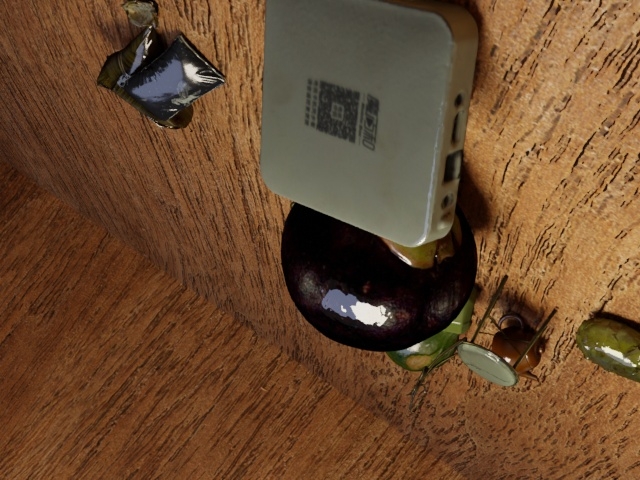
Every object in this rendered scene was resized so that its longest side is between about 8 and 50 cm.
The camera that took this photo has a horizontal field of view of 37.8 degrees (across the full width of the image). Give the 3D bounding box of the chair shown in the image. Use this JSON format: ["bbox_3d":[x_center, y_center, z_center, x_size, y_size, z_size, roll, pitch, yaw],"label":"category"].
[{"bbox_3d":[0.334,0.248,1.932,0.170,0.325,0.159,33,160,14],"label":"chair"}]

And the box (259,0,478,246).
[{"bbox_3d":[0.063,-0.206,1.460,0.373,0.090,0.367,23,121,35],"label":"box"}]

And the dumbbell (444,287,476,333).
[{"bbox_3d":[0.193,0.124,2.094,0.302,0.121,0.108,12,127,8],"label":"dumbbell"}]

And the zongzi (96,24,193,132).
[{"bbox_3d":[-0.347,-0.358,2.104,0.248,0.111,0.241,36,145,-25],"label":"zongzi"}]

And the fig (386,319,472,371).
[{"bbox_3d":[0.264,0.215,2.267,0.245,0.195,0.195,-34,112,33],"label":"fig"}]

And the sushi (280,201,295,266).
[{"bbox_3d":[0.001,-0.002,2.221,0.179,0.166,0.296,17,172,-15],"label":"sushi"}]

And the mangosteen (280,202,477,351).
[{"bbox_3d":[0.100,-0.004,1.732,0.382,0.382,0.435,24,144,34],"label":"mangosteen"}]

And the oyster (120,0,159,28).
[{"bbox_3d":[-0.378,-0.482,1.948,0.132,0.029,0.086,29,154,31],"label":"oyster"}]

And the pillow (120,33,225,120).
[{"bbox_3d":[-0.319,-0.341,2.021,0.208,0.055,0.141,-29,120,35],"label":"pillow"}]

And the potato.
[{"bbox_3d":[0.589,0.219,1.775,0.226,0.090,0.117,28,159,29],"label":"potato"}]

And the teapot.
[{"bbox_3d":[0.445,0.240,2.080,0.116,0.116,0.173,7,118,56],"label":"teapot"}]
